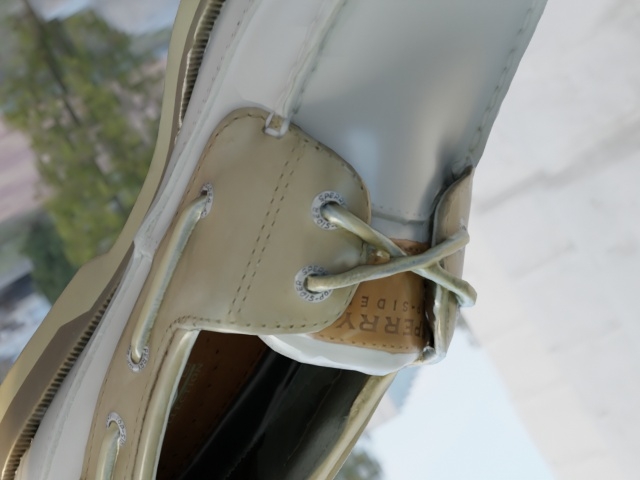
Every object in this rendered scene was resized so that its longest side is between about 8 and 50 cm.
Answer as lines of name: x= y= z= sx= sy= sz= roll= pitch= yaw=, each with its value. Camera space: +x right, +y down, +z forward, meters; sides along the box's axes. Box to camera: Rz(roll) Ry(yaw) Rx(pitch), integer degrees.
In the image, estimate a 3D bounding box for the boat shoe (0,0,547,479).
boat shoe: x=0.000 y=0.000 z=0.555 sx=0.113 sy=0.103 sz=0.302 roll=8 pitch=121 yaw=-37
